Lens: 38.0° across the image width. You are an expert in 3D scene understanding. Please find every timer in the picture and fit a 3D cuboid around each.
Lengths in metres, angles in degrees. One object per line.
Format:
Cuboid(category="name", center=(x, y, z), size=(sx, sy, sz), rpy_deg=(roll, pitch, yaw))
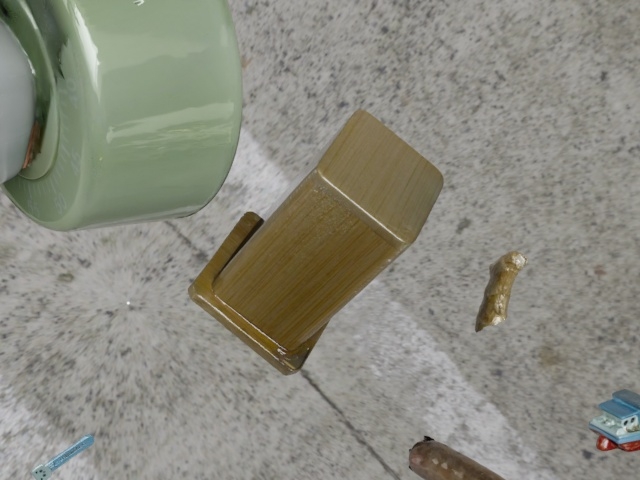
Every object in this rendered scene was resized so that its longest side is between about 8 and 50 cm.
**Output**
Cuboid(category="timer", center=(-0.265, -0.117, 0.716), size=(0.315, 0.290, 0.291), rpy_deg=(-22, 91, -37))

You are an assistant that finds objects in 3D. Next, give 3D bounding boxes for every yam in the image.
Cuboid(category="yam", center=(0.189, 0.260, 0.872), size=(0.264, 0.046, 0.046), rpy_deg=(26, 78, 34))

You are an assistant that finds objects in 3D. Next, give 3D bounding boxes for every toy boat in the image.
Cuboid(category="toy boat", center=(0.412, 0.219, 1.170), size=(0.173, 0.069, 0.059), rpy_deg=(-7, 107, -29))

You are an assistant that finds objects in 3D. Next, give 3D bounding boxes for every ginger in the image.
Cuboid(category="ginger", center=(0.265, 0.076, 1.379), size=(0.044, 0.057, 0.137), rpy_deg=(15, 107, 0))

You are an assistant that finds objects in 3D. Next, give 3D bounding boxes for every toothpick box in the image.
Cuboid(category="toothpick box", center=(0.000, 0.000, 1.195), size=(0.190, 0.308, 0.187), rpy_deg=(40, 45, -6))

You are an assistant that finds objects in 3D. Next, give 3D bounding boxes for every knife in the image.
Cuboid(category="knife", center=(-0.359, 0.305, 1.304), size=(0.096, 0.010, 0.027), rpy_deg=(-35, 119, -14))
